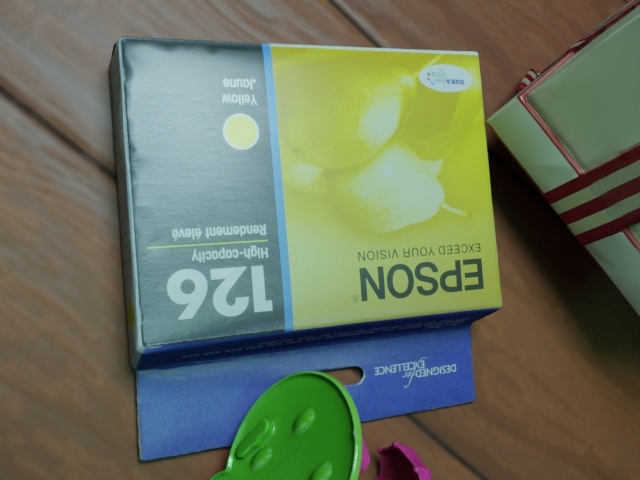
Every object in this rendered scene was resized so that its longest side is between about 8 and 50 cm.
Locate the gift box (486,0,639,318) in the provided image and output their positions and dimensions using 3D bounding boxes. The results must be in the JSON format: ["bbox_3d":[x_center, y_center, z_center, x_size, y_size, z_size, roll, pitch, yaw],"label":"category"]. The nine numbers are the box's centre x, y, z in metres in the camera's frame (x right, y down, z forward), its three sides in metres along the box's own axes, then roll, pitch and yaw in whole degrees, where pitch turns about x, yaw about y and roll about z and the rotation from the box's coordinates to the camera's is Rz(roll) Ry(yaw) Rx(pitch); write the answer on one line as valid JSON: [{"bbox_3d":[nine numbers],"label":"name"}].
[{"bbox_3d":[0.335,-0.104,0.547,0.276,0.258,0.255,-34,89,-32],"label":"gift box"}]

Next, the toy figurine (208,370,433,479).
[{"bbox_3d":[0.014,0.200,0.498,0.173,0.130,0.159,-45,127,15],"label":"toy figurine"}]

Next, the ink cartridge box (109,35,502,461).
[{"bbox_3d":[0.000,0.000,0.528,0.303,0.072,0.308,-4,85,-22],"label":"ink cartridge box"}]
